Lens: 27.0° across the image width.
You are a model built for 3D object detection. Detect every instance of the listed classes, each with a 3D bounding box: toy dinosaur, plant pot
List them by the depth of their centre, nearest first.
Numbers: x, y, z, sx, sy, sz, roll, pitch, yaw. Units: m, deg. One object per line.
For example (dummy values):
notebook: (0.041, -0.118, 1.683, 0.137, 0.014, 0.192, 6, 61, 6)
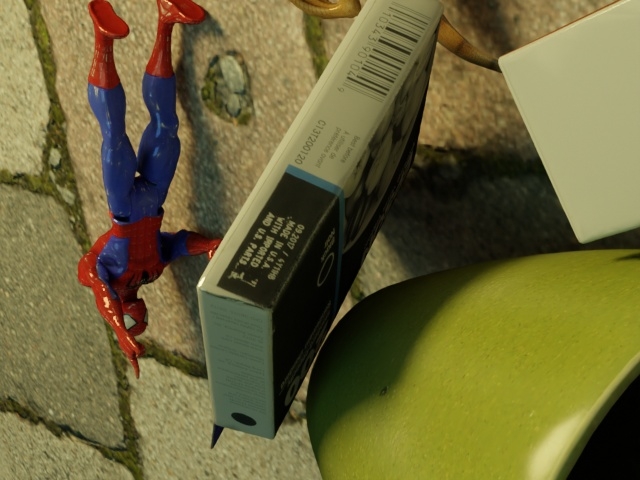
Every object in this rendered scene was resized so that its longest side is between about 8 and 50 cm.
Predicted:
plant pot: (0.117, 0.117, 0.666, 0.293, 0.275, 0.274, 20, 127, 60)
toy dinosaur: (0.037, -0.155, 0.730, 0.112, 0.064, 0.211, -23, 93, 51)

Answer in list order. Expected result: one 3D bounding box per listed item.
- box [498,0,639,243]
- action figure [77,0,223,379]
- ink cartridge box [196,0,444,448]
box: (0.185, -0.078, 0.549, 0.170, 0.130, 0.091, -20, 96, 51)
action figure: (-0.116, -0.021, 0.954, 0.139, 0.091, 0.280, 48, 141, 38)
ink cartridge box: (0.000, 0.000, 0.731, 0.045, 0.206, 0.208, 24, 152, 9)
